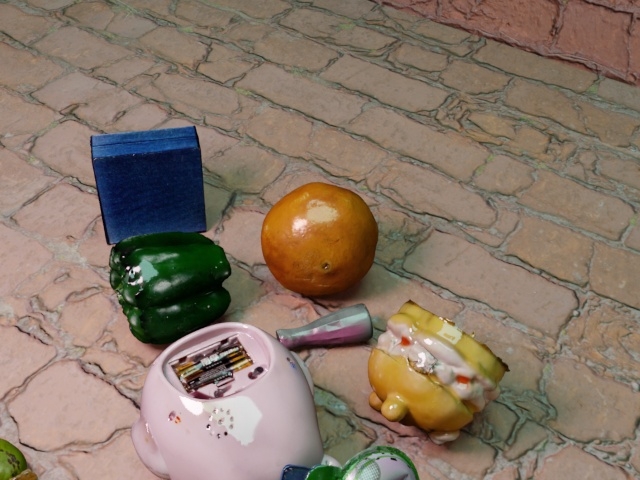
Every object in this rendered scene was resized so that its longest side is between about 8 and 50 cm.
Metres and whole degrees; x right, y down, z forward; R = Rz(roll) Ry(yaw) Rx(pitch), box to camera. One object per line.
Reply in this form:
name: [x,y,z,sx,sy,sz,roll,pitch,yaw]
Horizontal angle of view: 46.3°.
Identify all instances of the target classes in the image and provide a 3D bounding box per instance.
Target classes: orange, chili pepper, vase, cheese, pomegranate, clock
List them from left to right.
pomegranate: [-0.611,0.439,1.381,0.169,0.122,0.143,26,44,23]
chili pepper: [-0.341,0.096,1.700,0.256,0.233,0.248,-15,50,-28]
clock: [-0.157,0.344,1.420,0.368,0.250,0.377,-21,48,-27]
orange: [0.000,0.000,1.780,0.284,0.284,0.226,-3,36,-8]
vase: [0.007,0.207,1.711,0.214,0.086,0.086,-12,45,-10]
cheese: [0.063,0.465,1.342,0.320,0.204,0.083,16,-6,-29]

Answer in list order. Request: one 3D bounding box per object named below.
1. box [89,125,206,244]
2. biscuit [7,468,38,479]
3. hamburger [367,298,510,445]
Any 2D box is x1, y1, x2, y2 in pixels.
box: [-0.431,-0.138,1.902,0.261,0.279,0.116,-8,43,-14]
biscuit: [-0.581,0.517,1.312,0.231,0.131,0.025,-32,12,-32]
hamburger: [0.217,0.279,1.525,0.276,0.276,0.237,32,80,27]
